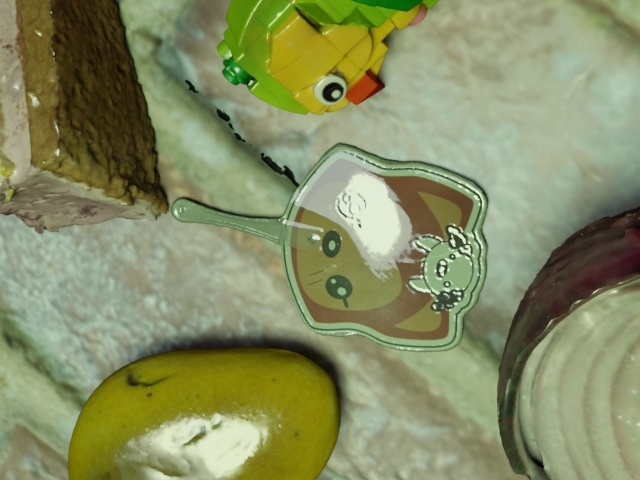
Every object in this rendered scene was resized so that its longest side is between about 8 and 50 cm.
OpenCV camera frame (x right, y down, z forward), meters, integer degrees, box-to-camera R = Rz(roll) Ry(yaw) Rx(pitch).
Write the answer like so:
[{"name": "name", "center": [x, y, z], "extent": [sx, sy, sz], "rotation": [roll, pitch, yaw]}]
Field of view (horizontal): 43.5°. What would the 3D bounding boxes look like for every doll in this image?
[{"name": "doll", "center": [0.008, -0.156, 0.435], "extent": [0.134, 0.106, 0.186], "rotation": [4, 127, -25]}]

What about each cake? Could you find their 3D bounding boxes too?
[{"name": "cake", "center": [-0.199, -0.142, 0.513], "extent": [0.116, 0.113, 0.295], "rotation": [-15, 92, 17]}]

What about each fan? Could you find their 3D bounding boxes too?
[{"name": "fan", "center": [0.000, 0.000, 0.531], "extent": [0.220, 0.009, 0.132], "rotation": [13, 105, 13]}]

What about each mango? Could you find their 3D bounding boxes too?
[{"name": "mango", "center": [-0.079, 0.134, 0.540], "extent": [0.195, 0.098, 0.137], "rotation": [-27, 90, 16]}]

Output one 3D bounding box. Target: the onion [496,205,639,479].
[{"name": "onion", "center": [0.254, 0.112, 0.406], "extent": [0.267, 0.159, 0.348], "rotation": [-14, 105, 31]}]
